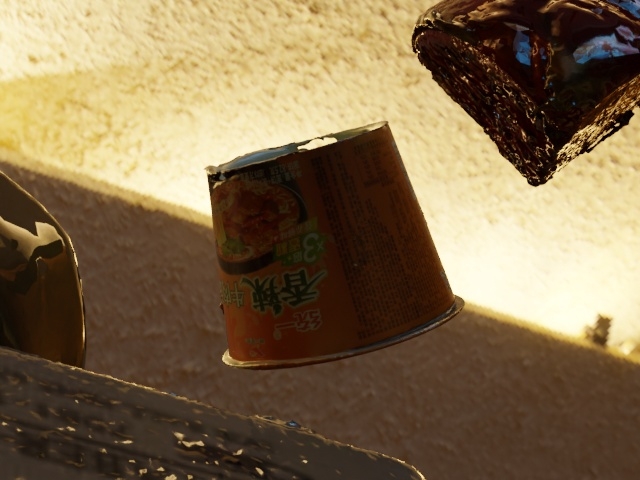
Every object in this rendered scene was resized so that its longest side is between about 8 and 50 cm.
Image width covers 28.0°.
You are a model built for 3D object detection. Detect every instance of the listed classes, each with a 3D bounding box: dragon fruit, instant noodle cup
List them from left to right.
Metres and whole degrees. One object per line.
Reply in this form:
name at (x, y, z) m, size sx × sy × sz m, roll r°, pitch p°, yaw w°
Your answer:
instant noodle cup at (0.000, 0.000, 1.175) m, size 0.230 × 0.230 × 0.182 m, roll -17°, pitch -81°, yaw -16°
dragon fruit at (0.143, -0.122, 0.731) m, size 0.161 × 0.121 × 0.127 m, roll -35°, pitch -11°, yaw -14°

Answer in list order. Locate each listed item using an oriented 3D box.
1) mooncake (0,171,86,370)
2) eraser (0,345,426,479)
mooncake at (-0.212, 0.051, 0.584) m, size 0.234 × 0.117 × 0.235 m, roll 3°, pitch -79°, yaw 14°
eraser at (-0.081, 0.099, 0.449) m, size 0.352 × 0.111 × 0.077 m, roll 19°, pitch -77°, yaw -13°
